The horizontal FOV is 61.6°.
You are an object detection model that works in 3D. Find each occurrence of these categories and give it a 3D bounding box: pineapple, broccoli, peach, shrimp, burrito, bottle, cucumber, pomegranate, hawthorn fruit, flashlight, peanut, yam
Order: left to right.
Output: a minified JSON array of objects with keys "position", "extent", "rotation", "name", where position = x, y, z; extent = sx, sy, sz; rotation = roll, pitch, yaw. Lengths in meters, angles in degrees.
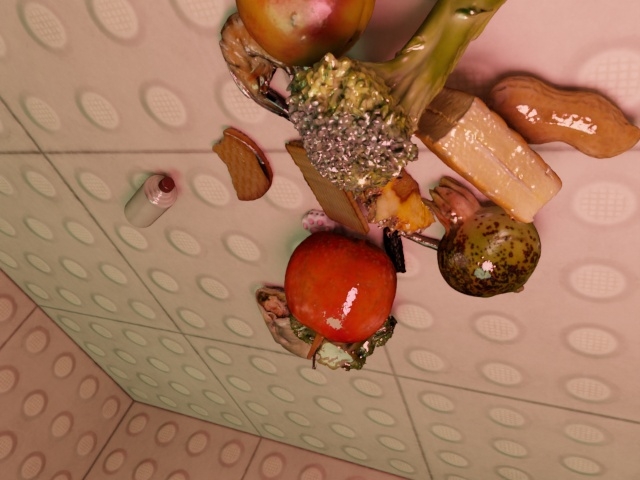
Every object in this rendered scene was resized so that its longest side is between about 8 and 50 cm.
[{"position":[-0.495,-0.123,1.593],"extent":[0.104,0.104,0.245],"rotation":[41,141,-17],"name":"bottle"},{"position":[-0.098,0.305,1.839],"extent":[0.190,0.135,0.332],"rotation":[0,139,21],"name":"burrito"},{"position":[-0.054,-0.325,1.118],"extent":[0.364,0.071,0.233],"rotation":[35,148,-12],"name":"shrimp"},{"position":[-0.026,-0.404,0.880],"extent":[0.230,0.231,0.231],"rotation":[17,142,14],"name":"peach"},{"position":[0.000,0.000,1.481],"extent":[0.093,0.048,0.200],"rotation":[10,139,17],"name":"flashlight"},{"position":[0.035,0.142,1.346],"extent":[0.287,0.331,0.287],"rotation":[21,171,4],"name":"hawthorn fruit"},{"position":[0.050,0.255,1.561],"extent":[0.321,0.283,0.304],"rotation":[23,118,0],"name":"broccoli"},{"position":[0.132,-0.076,1.225],"extent":[0.139,0.164,0.250],"rotation":[-9,135,49],"name":"pineapple"},{"position":[0.191,0.022,1.391],"extent":[0.053,0.053,0.182],"rotation":[7,138,24],"name":"cucumber"},{"position":[0.120,-0.243,0.821],"extent":[0.274,0.353,0.397],"rotation":[34,134,-29],"name":"broccoli"},{"position":[0.263,-0.001,1.340],"extent":[0.129,0.033,0.027],"rotation":[24,170,12],"name":"yam"},{"position":[0.348,-0.009,1.173],"extent":[0.222,0.277,0.203],"rotation":[-38,150,30],"name":"pomegranate"},{"position":[0.418,-0.213,0.933],"extent":[0.263,0.101,0.117],"rotation":[16,168,11],"name":"peanut"}]

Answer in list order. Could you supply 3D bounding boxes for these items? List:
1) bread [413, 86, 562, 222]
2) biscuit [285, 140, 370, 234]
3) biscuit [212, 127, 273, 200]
[{"position":[0.280,-0.163,0.961],"extent":[0.239,0.246,0.111],"rotation":[36,105,-20],"name":"bread"},{"position":[0.020,-0.129,1.282],"extent":[0.172,0.029,0.255],"rotation":[28,156,51],"name":"biscuit"},{"position":[-0.204,-0.188,1.398],"extent":[0.176,0.031,0.229],"rotation":[30,145,-3],"name":"biscuit"}]
